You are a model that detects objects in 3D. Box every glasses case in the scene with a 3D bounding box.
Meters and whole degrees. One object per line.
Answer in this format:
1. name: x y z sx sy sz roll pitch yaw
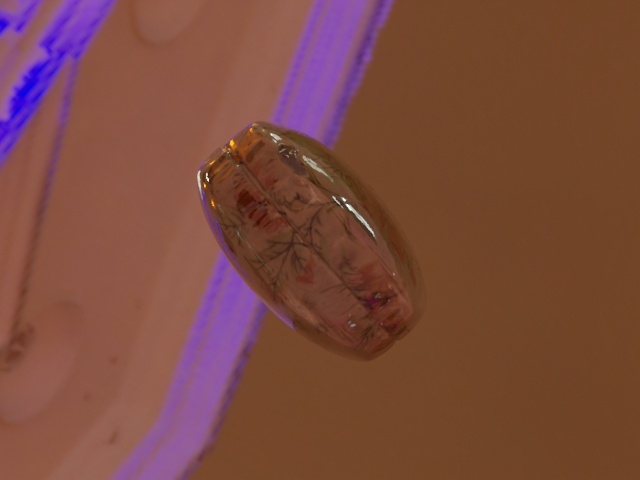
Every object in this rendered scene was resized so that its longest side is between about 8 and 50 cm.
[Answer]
1. glasses case: 0.000 0.000 1.153 0.098 0.425 0.156 -39 -91 2
